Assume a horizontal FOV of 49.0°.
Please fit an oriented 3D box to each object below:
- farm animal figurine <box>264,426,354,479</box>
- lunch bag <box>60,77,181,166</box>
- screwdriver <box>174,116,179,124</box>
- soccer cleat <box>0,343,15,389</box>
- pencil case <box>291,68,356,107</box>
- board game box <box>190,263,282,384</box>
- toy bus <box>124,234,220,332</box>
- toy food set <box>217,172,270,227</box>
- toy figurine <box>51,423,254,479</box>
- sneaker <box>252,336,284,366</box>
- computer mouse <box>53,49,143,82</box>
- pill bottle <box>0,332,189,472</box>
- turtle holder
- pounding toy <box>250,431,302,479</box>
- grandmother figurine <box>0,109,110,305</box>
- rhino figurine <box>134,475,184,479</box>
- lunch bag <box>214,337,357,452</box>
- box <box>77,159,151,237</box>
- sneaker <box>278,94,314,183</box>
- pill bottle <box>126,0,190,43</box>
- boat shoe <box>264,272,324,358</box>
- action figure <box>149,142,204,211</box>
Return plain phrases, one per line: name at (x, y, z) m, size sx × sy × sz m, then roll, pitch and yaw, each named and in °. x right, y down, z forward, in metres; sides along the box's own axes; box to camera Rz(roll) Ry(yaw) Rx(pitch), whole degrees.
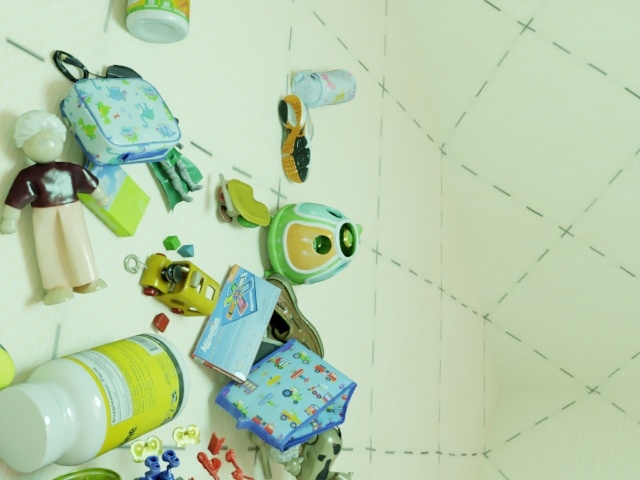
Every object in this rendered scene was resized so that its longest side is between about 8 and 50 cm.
farm animal figurine at (-0.017, 0.616, 1.831) m, size 0.330 × 0.172 × 0.327 m, roll 3°, pitch 105°, yaw -50°
lunch bag at (-0.396, -0.235, 1.409) m, size 0.176 × 0.090 × 0.219 m, roll 56°, pitch 33°, yaw 8°
screwdriver at (-0.387, -0.288, 1.588) m, size 0.170 × 0.025 × 0.024 m, roll 11°, pitch 76°, yaw -51°
soccer cleat at (-0.558, 0.130, 1.087) m, size 0.093 × 0.121 × 0.289 m, roll -60°, pitch 136°, yaw -47°
pencil case at (0.014, -0.491, 2.251) m, size 0.113 × 0.124 × 0.273 m, roll -58°, pitch 164°, yaw 27°
board game box at (-0.204, 0.202, 1.744) m, size 0.145 × 0.027 × 0.281 m, roll 32°, pitch 50°, yaw -13°
toy bus at (-0.311, 0.093, 1.565) m, size 0.202 × 0.104 × 0.191 m, roll -34°, pitch 115°, yaw -58°
toy food set at (-0.217, -0.088, 1.819) m, size 0.218 × 0.071 × 0.128 m, roll 23°, pitch 42°, yaw -60°
toy figurine at (-0.319, 0.509, 1.280) m, size 0.362 × 0.191 × 0.217 m, roll -5°, pitch 121°, yaw -49°
sneaker at (-0.168, 0.311, 1.830) m, size 0.222 × 0.083 × 0.118 m, roll 30°, pitch 64°, yaw -45°
computer mouse at (-0.447, -0.345, 1.456) m, size 0.242 × 0.041 × 0.071 m, roll 4°, pitch 82°, yaw -60°
pill bottle at (-0.408, 0.290, 1.269) m, size 0.334 × 0.187 × 0.188 m, roll -11°, pitch 95°, yaw -61°
turtle holder at (-0.004, 0.016, 2.011) m, size 0.320 × 0.227 × 0.243 m, roll 34°, pitch 55°, yaw -54°
pounding toy at (-0.096, 0.505, 1.923) m, size 0.236 × 0.110 × 0.183 m, roll -30°, pitch 127°, yaw -28°
grandmother figurine at (-0.478, -0.068, 1.283) m, size 0.208 × 0.104 × 0.343 m, roll -25°, pitch 109°, yaw -53°
rhino figurine at (-0.352, 0.541, 1.445) m, size 0.243 × 0.073 × 0.106 m, roll 14°, pitch 67°, yaw -57°
lunch bag at (-0.092, 0.388, 1.709) m, size 0.293 × 0.221 × 0.138 m, roll -17°, pitch 130°, yaw -49°
box at (-0.431, -0.100, 1.440) m, size 0.178 × 0.042 × 0.109 m, roll 54°, pitch 40°, yaw -42°
sneaker at (-0.054, -0.302, 2.116) m, size 0.121 × 0.099 × 0.263 m, roll 1°, pitch 86°, yaw -66°
pill bottle at (-0.357, -0.578, 1.558) m, size 0.136 × 0.136 × 0.246 m, roll 16°, pitch 71°, yaw -60°
boat shoe at (-0.095, 0.243, 1.949) m, size 0.307 × 0.110 × 0.104 m, roll 61°, pitch 39°, yaw -20°
action figure at (-0.350, -0.193, 1.592) m, size 0.232 × 0.063 × 0.137 m, roll 60°, pitch 40°, yaw -32°
